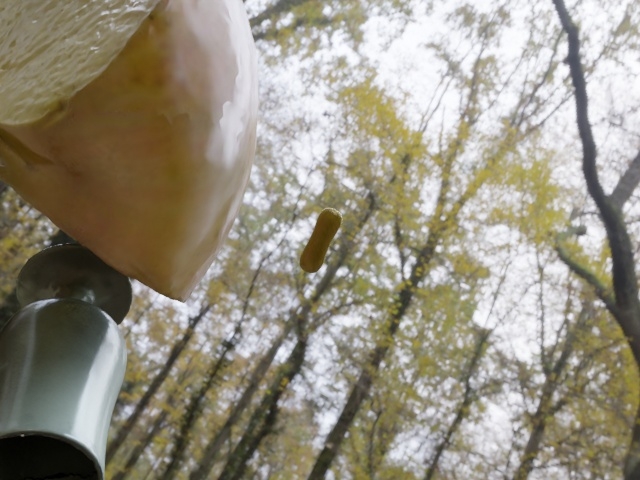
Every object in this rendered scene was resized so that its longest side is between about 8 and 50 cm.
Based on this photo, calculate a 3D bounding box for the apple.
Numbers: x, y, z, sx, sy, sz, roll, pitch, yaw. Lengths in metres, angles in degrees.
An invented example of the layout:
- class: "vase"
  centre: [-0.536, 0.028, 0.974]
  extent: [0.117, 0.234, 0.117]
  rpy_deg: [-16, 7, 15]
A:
- class: "apple"
  centre: [-0.166, -0.106, 0.586]
  extent: [0.309, 0.252, 0.313]
  rpy_deg: [28, -59, 41]

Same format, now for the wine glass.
- class: "wine glass"
  centre: [-0.201, 0.101, 0.582]
  extent: [0.103, 0.231, 0.103]
  rpy_deg: [-5, -59, -8]

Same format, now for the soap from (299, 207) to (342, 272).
- class: "soap"
  centre: [0.000, 0.000, 0.977]
  extent: [0.034, 0.089, 0.012]
  rpy_deg: [22, -4, 21]
